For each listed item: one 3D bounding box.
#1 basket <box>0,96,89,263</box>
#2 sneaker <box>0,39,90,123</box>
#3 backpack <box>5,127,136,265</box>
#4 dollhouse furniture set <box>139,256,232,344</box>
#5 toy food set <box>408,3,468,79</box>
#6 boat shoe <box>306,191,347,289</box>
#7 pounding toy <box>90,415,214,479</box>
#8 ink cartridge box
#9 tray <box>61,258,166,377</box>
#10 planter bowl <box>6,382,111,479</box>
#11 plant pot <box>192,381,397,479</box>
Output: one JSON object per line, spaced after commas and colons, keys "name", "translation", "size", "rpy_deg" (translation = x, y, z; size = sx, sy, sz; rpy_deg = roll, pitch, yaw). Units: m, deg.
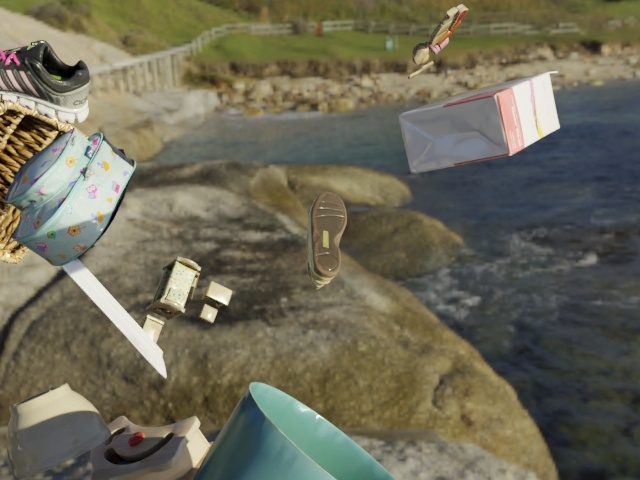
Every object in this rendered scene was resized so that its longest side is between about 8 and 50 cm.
{"name": "basket", "translation": [-0.611, -0.132, 1.669], "size": [0.223, 0.299, 0.213], "rpy_deg": [35, 4, 10]}
{"name": "sneaker", "translation": [-0.327, -0.189, 0.981], "size": [0.170, 0.075, 0.063], "rpy_deg": [19, 34, -18]}
{"name": "backpack", "translation": [-0.381, -0.062, 1.356], "size": [0.165, 0.188, 0.144], "rpy_deg": [-22, -44, 34]}
{"name": "dollhouse furniture set", "translation": [-0.283, 0.156, 1.955], "size": [0.161, 0.182, 0.101], "rpy_deg": [28, -28, -21]}
{"name": "toy food set", "translation": [0.150, -0.262, 1.159], "size": [0.078, 0.019, 0.122], "rpy_deg": [-36, -12, -41]}
{"name": "boat shoe", "translation": [0.000, 0.000, 1.577], "size": [0.068, 0.072, 0.190], "rpy_deg": [19, 48, -11]}
{"name": "pounding toy", "translation": [-0.298, 0.398, 1.559], "size": [0.269, 0.155, 0.154], "rpy_deg": [-19, 30, 17]}
{"name": "ink cartridge box", "translation": [0.182, -0.131, 0.977], "size": [0.115, 0.067, 0.198], "rpy_deg": [-8, 12, 35]}
{"name": "tray", "translation": [-0.348, 0.110, 1.494], "size": [0.030, 0.270, 0.145], "rpy_deg": [-43, 26, -14]}
{"name": "planter bowl", "translation": [-0.430, 0.294, 1.444], "size": [0.162, 0.109, 0.162], "rpy_deg": [-22, 1, 1]}
{"name": "plant pot", "translation": [-0.046, 0.367, 1.173], "size": [0.293, 0.235, 0.293], "rpy_deg": [37, 1, -1]}
